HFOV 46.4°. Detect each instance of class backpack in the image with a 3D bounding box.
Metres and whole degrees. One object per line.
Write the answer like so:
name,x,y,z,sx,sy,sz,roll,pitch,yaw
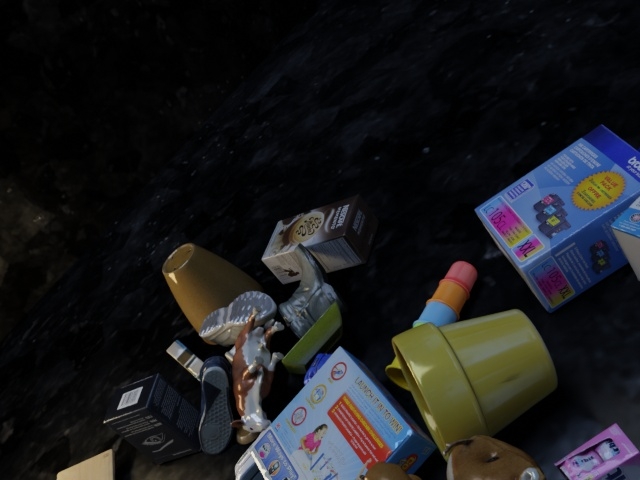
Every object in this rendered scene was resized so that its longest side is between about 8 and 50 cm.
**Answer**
backpack,0.021,0.306,1.711,0.120,0.101,0.098,-12,34,45

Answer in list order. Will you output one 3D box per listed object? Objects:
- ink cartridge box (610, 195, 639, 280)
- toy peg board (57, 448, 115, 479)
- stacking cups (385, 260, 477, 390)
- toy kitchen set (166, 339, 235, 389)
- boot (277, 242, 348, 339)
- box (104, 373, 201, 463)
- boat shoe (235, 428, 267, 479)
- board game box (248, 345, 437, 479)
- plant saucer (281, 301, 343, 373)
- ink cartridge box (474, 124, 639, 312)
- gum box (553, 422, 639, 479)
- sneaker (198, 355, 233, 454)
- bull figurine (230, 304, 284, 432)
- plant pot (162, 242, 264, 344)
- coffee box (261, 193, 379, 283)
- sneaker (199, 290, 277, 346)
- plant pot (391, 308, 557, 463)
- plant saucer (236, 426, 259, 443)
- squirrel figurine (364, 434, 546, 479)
ink cartridge box,0.688,-0.028,1.341,0.233,0.168,0.171,-43,29,-7
toy peg board,-0.607,0.664,1.978,0.161,0.079,0.161,-24,31,-3
stacking cups,0.256,0.176,1.628,0.096,0.096,0.316,1,49,49
toy kitchen set,-0.281,0.317,2.050,0.207,0.122,0.166,30,72,37
boot,-0.051,0.134,1.955,0.161,0.083,0.246,-35,60,5
box,-0.410,0.454,1.885,0.153,0.207,0.108,-23,34,25
boat shoe,-0.113,0.455,1.676,0.226,0.083,0.076,-42,31,-2
board game box,0.032,0.417,1.496,0.302,0.086,0.308,-48,35,2
plant saucer,-0.006,0.247,1.791,0.045,0.188,0.188,40,78,14
ink cartridge box,0.562,-0.070,1.564,0.396,0.151,0.270,-34,31,8
gum box,0.432,0.360,1.092,0.107,0.188,0.062,-36,31,6
sneaker,-0.260,0.400,1.860,0.086,0.226,0.163,3,10,-10
bull figurine,-0.156,0.310,1.812,0.188,0.101,0.310,-61,26,31
plant pot,-0.332,0.133,2.177,0.237,0.254,0.237,-27,33,19
coffee box,0.000,0.000,2.116,0.297,0.119,0.168,-17,36,34
sneaker,-0.204,0.220,2.036,0.281,0.115,0.105,-23,40,42
plant pot,0.289,0.248,1.373,0.239,0.254,0.254,-23,31,-2
plant saucer,-0.176,0.454,1.815,0.083,0.015,0.083,-28,32,19
squirrel figurine,0.221,0.500,1.137,0.371,0.281,0.397,-31,44,-5
